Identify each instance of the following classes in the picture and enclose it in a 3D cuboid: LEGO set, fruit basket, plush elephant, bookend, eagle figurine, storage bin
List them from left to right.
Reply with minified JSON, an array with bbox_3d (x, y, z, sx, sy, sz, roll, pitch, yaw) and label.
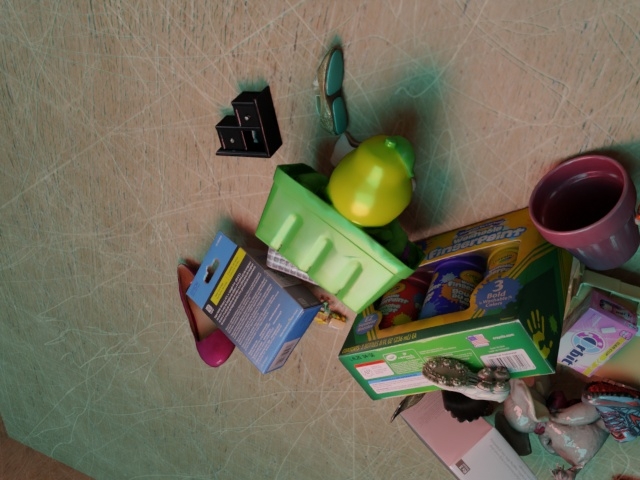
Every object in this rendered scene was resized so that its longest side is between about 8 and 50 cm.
[{"bbox_3d":[-0.189,-0.285,1.659,0.156,0.072,0.157,7,129,24],"label":"bookend"},{"bbox_3d":[-0.058,0.163,1.969,0.287,0.107,0.132,14,167,12],"label":"LEGO set"},{"bbox_3d":[0.082,-0.075,1.493,0.392,0.283,0.391,2,98,15],"label":"fruit basket"},{"bbox_3d":[0.292,0.319,1.719,0.225,0.298,0.226,8,155,-8],"label":"eagle figurine"},{"bbox_3d":[0.578,0.436,1.731,0.255,0.330,0.271,40,145,19],"label":"plush elephant"},{"bbox_3d":[0.679,0.194,1.557,0.262,0.123,0.260,18,132,15],"label":"storage bin"}]

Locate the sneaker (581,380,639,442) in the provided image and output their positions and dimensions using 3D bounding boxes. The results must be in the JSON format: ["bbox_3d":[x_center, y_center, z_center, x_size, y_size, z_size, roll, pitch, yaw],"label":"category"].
[{"bbox_3d":[0.695,0.402,1.572,0.262,0.125,0.104,18,178,-25],"label":"sneaker"}]

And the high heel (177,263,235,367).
[{"bbox_3d":[-0.349,0.213,1.985,0.127,0.377,0.181,-36,119,-2],"label":"high heel"}]

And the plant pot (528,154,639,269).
[{"bbox_3d":[0.551,-0.042,1.394,0.201,0.201,0.180,-16,133,37],"label":"plant pot"}]

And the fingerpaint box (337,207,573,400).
[{"bbox_3d":[0.303,0.139,1.538,0.445,0.371,0.163,-19,118,38],"label":"fingerpaint box"}]

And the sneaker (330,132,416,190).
[{"bbox_3d":[0.127,-0.179,1.582,0.212,0.080,0.094,25,122,10],"label":"sneaker"}]

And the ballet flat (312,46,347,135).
[{"bbox_3d":[0.014,-0.328,1.522,0.067,0.073,0.206,21,131,31],"label":"ballet flat"}]

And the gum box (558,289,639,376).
[{"bbox_3d":[0.585,0.199,1.481,0.107,0.062,0.188,28,135,5],"label":"gum box"}]

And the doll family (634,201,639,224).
[{"bbox_3d":[0.678,-0.109,1.226,0.118,0.163,0.263,38,120,19],"label":"doll family"}]

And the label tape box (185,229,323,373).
[{"bbox_3d":[-0.185,0.159,1.883,0.334,0.106,0.240,42,116,22],"label":"label tape box"}]

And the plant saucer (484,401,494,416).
[{"bbox_3d":[0.458,0.473,1.982,0.084,0.013,0.083,14,131,17],"label":"plant saucer"}]

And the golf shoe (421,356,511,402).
[{"bbox_3d":[0.287,0.288,1.372,0.176,0.069,0.086,10,139,20],"label":"golf shoe"}]

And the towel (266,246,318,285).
[{"bbox_3d":[0.000,0.000,1.761,0.284,0.121,0.235,20,132,13],"label":"towel"}]

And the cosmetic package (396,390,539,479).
[{"bbox_3d":[0.377,0.537,1.832,0.217,0.156,0.385,50,173,-17],"label":"cosmetic package"}]
